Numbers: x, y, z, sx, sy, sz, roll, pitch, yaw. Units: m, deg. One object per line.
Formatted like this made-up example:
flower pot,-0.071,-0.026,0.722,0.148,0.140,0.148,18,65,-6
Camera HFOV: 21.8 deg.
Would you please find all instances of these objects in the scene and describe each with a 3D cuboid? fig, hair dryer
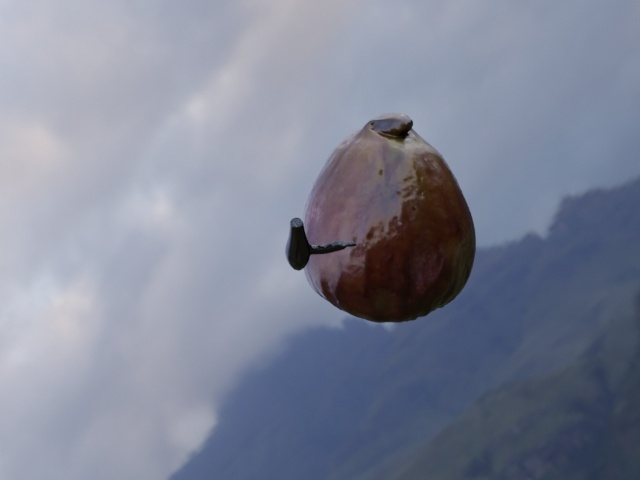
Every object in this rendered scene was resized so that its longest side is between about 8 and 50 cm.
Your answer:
fig,0.087,-0.019,2.103,0.224,0.263,0.224,-3,-22,-1
hair dryer,0.000,0.000,1.921,0.083,0.031,0.079,-10,-39,-10
